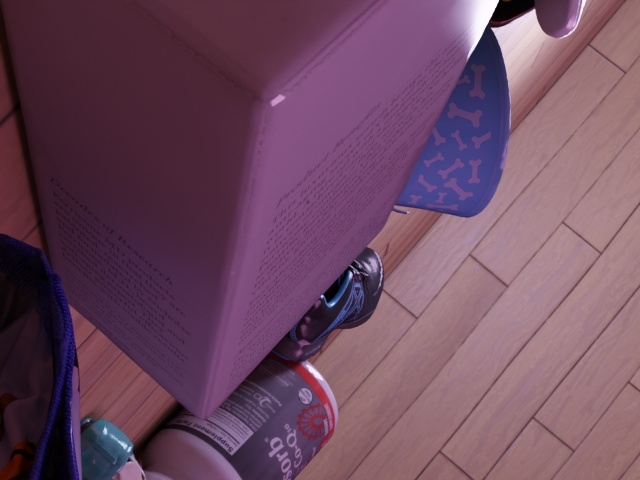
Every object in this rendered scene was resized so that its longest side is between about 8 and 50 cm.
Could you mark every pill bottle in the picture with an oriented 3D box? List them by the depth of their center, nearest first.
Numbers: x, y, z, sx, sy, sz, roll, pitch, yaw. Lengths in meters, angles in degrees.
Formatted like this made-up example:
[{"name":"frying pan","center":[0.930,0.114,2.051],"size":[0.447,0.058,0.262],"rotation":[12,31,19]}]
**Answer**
[{"name":"pill bottle","center":[-0.149,0.343,1.639],"size":[0.363,0.210,0.210],"rotation":[-42,168,-42]}]

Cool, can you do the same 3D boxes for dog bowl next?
[{"name":"dog bowl","center":[0.064,-0.103,0.903],"size":[0.297,0.074,0.165],"rotation":[-170,-102,-73]}]

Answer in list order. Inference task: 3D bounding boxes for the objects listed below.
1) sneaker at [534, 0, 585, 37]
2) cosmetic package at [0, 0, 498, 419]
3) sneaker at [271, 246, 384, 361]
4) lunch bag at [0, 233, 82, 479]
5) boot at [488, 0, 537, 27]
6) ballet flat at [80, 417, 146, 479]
[{"name":"sneaker","center":[0.326,-0.333,1.290],"size":[0.080,0.094,0.212],"rotation":[-37,-143,54]},{"name":"cosmetic package","center":[-0.041,-0.076,0.624],"size":[0.230,0.161,0.453],"rotation":[-46,171,-25]},{"name":"sneaker","center":[0.034,0.080,1.744],"size":[0.341,0.125,0.139],"rotation":[-41,162,-55]},{"name":"lunch bag","center":[-0.265,0.214,0.537],"size":[0.327,0.239,0.385],"rotation":[-60,-177,45]},{"name":"boot","center":[0.261,-0.318,1.368],"size":[0.219,0.082,0.106],"rotation":[-47,168,-33]},{"name":"ballet flat","center":[-0.256,0.279,1.256],"size":[0.083,0.087,0.247],"rotation":[-47,171,-19]}]
